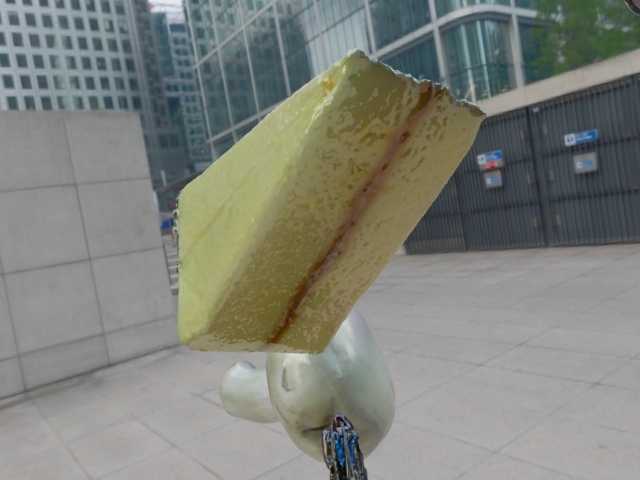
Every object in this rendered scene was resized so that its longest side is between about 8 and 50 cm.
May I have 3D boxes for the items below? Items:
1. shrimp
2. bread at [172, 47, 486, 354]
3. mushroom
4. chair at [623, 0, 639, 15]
[{"bbox_3d":[0.045,0.362,0.643,0.054,0.291,0.222,-9,-20,5],"label":"shrimp"},{"bbox_3d":[0.002,-0.003,0.438,0.167,0.163,0.264,9,-22,-36],"label":"bread"},{"bbox_3d":[0.002,0.244,0.993,0.315,0.315,0.356,-11,3,-24],"label":"mushroom"},{"bbox_3d":[0.292,-0.066,0.217,0.226,0.401,0.226,-27,-1,-1],"label":"chair"}]
